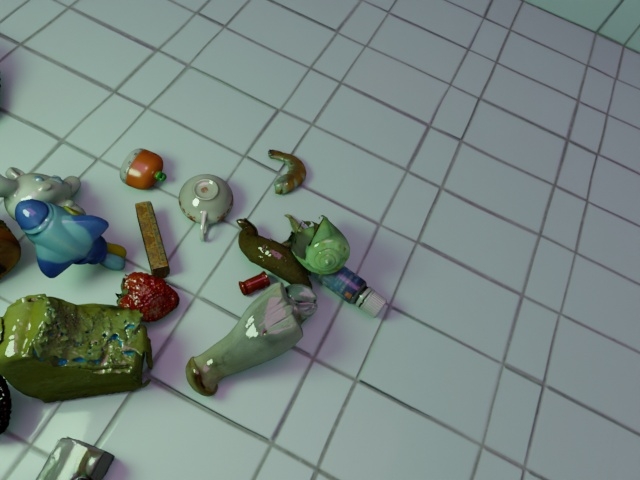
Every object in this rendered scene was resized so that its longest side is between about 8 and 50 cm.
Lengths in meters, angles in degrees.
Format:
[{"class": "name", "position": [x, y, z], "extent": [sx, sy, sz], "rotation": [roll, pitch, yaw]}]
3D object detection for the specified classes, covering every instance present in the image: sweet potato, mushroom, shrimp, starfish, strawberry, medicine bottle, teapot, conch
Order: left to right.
[{"class": "strawberry", "position": [-0.456, 0.150, 1.355], "extent": [0.148, 0.131, 0.131], "rotation": [12, 59, 5]}, {"class": "teapot", "position": [-0.344, -0.115, 1.544], "extent": [0.159, 0.116, 0.245], "rotation": [14, 65, -16]}, {"class": "mushroom", "position": [-0.194, 0.259, 1.311], "extent": [0.329, 0.122, 0.159], "rotation": [-34, 60, -2]}, {"class": "sweet potato", "position": [-0.139, 0.046, 1.463], "extent": [0.310, 0.124, 0.098], "rotation": [39, 86, 8]}, {"class": "shrimp", "position": [-0.130, -0.231, 1.675], "extent": [0.166, 0.049, 0.161], "rotation": [40, 59, 13]}, {"class": "conch", "position": [-0.093, 0.189, 1.419], "extent": [0.173, 0.106, 0.116], "rotation": [-29, 89, -22]}, {"class": "starfish", "position": [-0.060, 0.005, 1.564], "extent": [0.217, 0.050, 0.223], "rotation": [-24, 63, -13]}, {"class": "conch", "position": [-0.015, 0.000, 1.451], "extent": [0.144, 0.137, 0.250], "rotation": [-36, 44, -2]}, {"class": "medicine bottle", "position": [0.093, 0.141, 1.492], "extent": [0.203, 0.083, 0.083], "rotation": [36, 61, 8]}]

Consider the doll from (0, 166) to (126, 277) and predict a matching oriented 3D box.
[{"class": "doll", "position": [-0.671, -0.062, 1.323], "extent": [0.365, 0.187, 0.376], "rotation": [47, 27, 6]}]

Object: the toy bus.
[{"class": "toy bus", "position": [-0.576, 0.590, 1.096], "extent": [0.138, 0.112, 0.316], "rotation": [21, 58, 6]}]

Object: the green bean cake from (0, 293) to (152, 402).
[{"class": "green bean cake", "position": [-0.555, 0.230, 1.199], "extent": [0.310, 0.285, 0.201], "rotation": [0, 56, -15]}]

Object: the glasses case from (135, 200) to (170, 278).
[{"class": "glasses case", "position": [-0.476, -0.002, 1.461], "extent": [0.049, 0.075, 0.218], "rotation": [-14, 65, -20]}]

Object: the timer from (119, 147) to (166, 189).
[{"class": "timer", "position": [-0.525, -0.211, 1.554], "extent": [0.136, 0.099, 0.136], "rotation": [1, 70, -2]}]

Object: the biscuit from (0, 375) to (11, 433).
[{"class": "biscuit", "position": [-0.764, 0.353, 1.156], "extent": [0.194, 0.194, 0.053], "rotation": [48, 27, 16]}]

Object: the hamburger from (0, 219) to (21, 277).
[{"class": "hamburger", "position": [-0.915, 0.001, 1.261], "extent": [0.291, 0.291, 0.225], "rotation": [-29, 75, -24]}]

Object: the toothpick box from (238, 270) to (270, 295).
[{"class": "toothpick box", "position": [-0.189, 0.123, 1.466], "extent": [0.083, 0.047, 0.047], "rotation": [-23, 68, -21]}]
